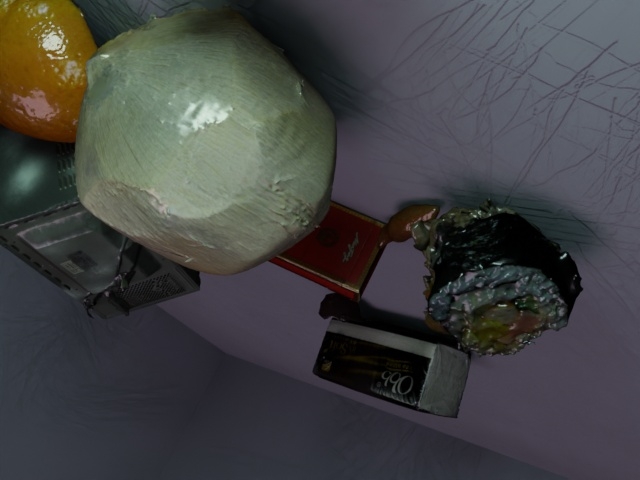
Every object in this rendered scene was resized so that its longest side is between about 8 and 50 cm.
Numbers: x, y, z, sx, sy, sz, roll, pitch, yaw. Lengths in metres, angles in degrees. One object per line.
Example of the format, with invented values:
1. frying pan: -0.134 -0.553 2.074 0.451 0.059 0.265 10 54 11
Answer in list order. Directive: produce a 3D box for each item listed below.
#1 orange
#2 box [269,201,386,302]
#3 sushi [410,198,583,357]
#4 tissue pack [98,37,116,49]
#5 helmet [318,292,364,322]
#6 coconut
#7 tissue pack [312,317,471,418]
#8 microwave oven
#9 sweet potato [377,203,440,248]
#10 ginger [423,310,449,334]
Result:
1. orange: -0.458 -0.298 1.153 0.274 0.310 0.274 -9 141 -7
2. box: 0.000 0.000 1.408 0.240 0.153 0.074 24 157 11
3. sushi: 0.266 0.044 1.129 0.225 0.218 0.238 -10 123 5
4. tissue pack: -0.305 -0.246 1.218 0.127 0.123 0.178 26 159 23
5. helmet: 0.057 0.175 1.909 0.123 0.070 0.098 4 -175 12
6. coconut: -0.162 -0.137 0.993 0.346 0.346 0.360 10 161 41
7. tissue pack: 0.185 0.324 1.914 0.370 0.198 0.210 9 172 43
8. microwave oven: -0.438 -0.073 1.434 0.236 0.374 0.432 -17 152 5
9. sweet potato: 0.150 -0.028 1.276 0.058 0.055 0.202 31 159 -10
10. ginger: 0.291 0.176 1.591 0.131 0.086 0.294 8 169 -10
